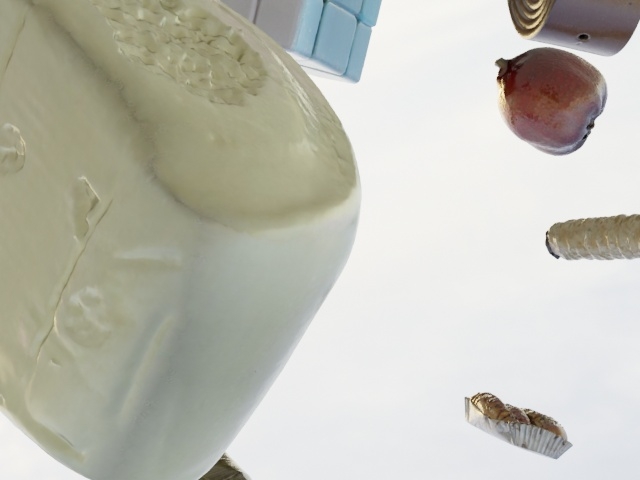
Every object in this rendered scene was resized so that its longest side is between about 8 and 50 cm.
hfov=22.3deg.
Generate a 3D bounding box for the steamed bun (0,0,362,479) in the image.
[{"bbox_3d":[-0.170,-0.034,1.387,0.290,0.371,0.456,-4,-134,-46],"label":"steamed bun"}]

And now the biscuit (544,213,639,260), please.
[{"bbox_3d":[0.358,-0.002,1.895,0.219,0.061,0.055,-4,-138,50],"label":"biscuit"}]

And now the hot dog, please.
[{"bbox_3d":[0.242,0.228,2.035,0.053,0.099,0.192,-66,-160,-1],"label":"hot dog"}]

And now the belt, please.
[{"bbox_3d":[0.311,-0.358,1.966,0.122,0.217,0.338,11,-143,-10],"label":"belt"}]

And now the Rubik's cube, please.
[{"bbox_3d":[-0.089,-0.463,2.724,0.319,0.316,0.322,13,179,23],"label":"Rubik's cube"}]

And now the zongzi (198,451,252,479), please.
[{"bbox_3d":[-0.214,0.430,2.045,0.300,0.274,0.145,-22,-147,-33],"label":"zongzi"}]

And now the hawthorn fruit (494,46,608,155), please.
[{"bbox_3d":[0.354,-0.229,2.558,0.188,0.169,0.169,36,-133,10],"label":"hawthorn fruit"}]
